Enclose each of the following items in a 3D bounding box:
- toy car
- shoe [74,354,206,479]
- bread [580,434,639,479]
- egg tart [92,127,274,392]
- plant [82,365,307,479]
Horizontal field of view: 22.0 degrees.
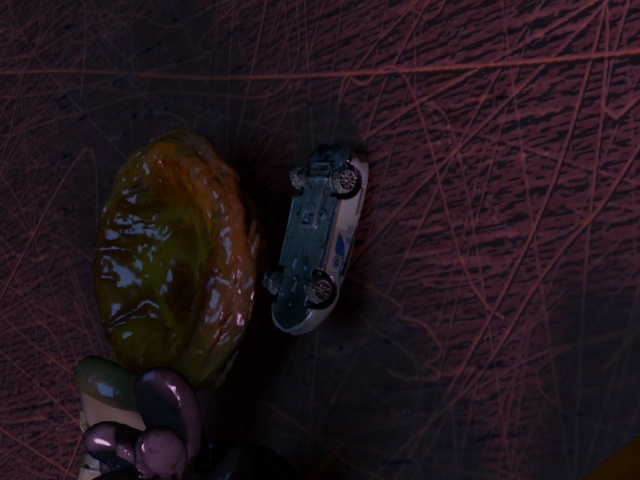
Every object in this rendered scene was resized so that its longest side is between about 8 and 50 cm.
[{"bbox_3d":[0.000,0.000,1.552,0.093,0.058,0.186,5,80,56],"label":"toy car"},{"bbox_3d":[-0.173,0.227,1.658,0.140,0.262,0.128,7,53,21],"label":"shoe"},{"bbox_3d":[0.214,0.246,1.162,0.129,0.134,0.260,46,124,48],"label":"bread"},{"bbox_3d":[-0.130,0.026,1.690,0.295,0.116,0.295,-9,79,53],"label":"egg tart"},{"bbox_3d":[-0.107,0.234,1.497,0.149,0.274,0.146,-7,55,32],"label":"plant"}]
